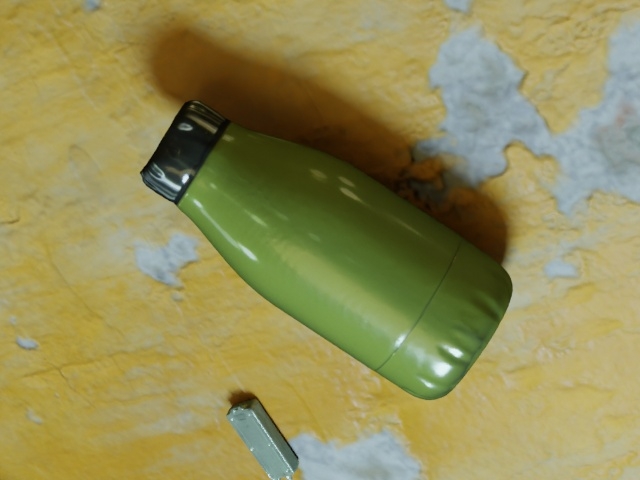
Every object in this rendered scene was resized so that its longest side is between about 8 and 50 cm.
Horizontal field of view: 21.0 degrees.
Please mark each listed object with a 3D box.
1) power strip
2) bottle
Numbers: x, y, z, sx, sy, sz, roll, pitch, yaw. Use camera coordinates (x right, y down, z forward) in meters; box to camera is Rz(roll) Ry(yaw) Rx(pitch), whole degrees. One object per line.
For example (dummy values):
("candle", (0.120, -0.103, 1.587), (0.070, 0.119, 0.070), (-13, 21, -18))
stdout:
("power strip", (-0.045, 0.162, 1.390), (0.027, 0.017, 0.083), (-18, 116, 33))
("bottle", (0.000, 0.000, 1.190), (0.260, 0.112, 0.112), (33, 130, -3))
